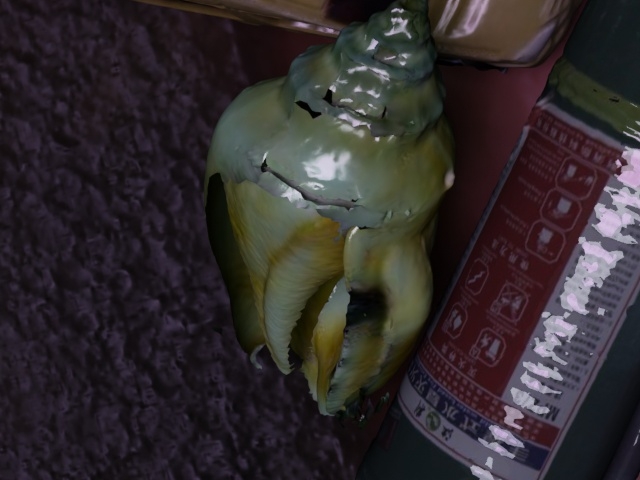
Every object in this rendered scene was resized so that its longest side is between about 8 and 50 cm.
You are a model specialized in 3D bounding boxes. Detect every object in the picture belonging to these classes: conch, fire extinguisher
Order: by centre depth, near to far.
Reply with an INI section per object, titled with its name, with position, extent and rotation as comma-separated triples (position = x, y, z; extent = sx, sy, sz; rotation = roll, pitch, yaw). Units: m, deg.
[conch]
position = 0.003, -0.003, 0.489
extent = 0.095, 0.079, 0.201
rotation = 53, 154, 42
[fire extinguisher]
position = 0.076, 0.052, 0.501
extent = 0.118, 0.093, 0.294
rotation = 40, 111, 45

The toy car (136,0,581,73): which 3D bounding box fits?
[toy car]
position = -0.035, -0.127, 0.502
extent = 0.256, 0.124, 0.101
rotation = 14, 102, 19
